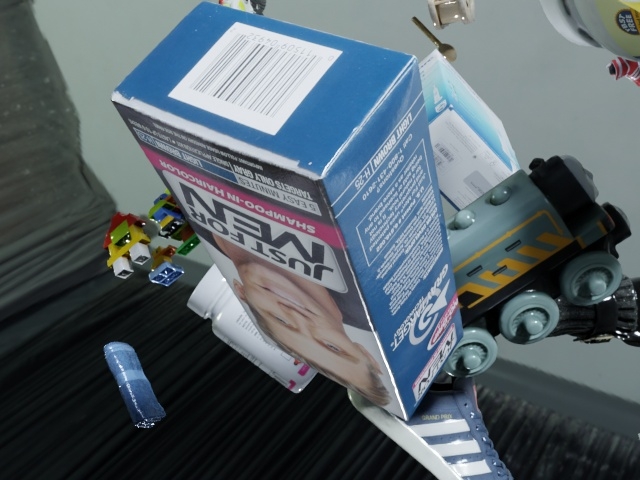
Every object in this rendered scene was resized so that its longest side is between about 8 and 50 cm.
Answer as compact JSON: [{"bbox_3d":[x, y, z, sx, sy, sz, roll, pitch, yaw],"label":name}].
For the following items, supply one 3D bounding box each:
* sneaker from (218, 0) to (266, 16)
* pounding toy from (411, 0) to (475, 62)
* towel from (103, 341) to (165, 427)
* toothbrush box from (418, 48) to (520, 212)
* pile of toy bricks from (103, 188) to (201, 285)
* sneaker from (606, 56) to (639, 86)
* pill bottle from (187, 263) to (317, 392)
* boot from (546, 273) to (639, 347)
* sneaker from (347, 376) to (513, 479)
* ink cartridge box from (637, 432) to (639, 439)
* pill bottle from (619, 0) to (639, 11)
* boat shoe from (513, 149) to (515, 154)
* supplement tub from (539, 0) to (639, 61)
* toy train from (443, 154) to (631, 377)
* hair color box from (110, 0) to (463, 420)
[{"bbox_3d":[-0.175,-0.430,1.373,0.118,0.107,0.278,-21,62,33],"label":"sneaker"},{"bbox_3d":[0.258,-0.542,1.610,0.155,0.154,0.269,-5,89,23],"label":"pounding toy"},{"bbox_3d":[-0.253,0.194,0.978,0.119,0.029,0.067,62,-179,16],"label":"towel"},{"bbox_3d":[0.249,-0.199,1.344,0.126,0.295,0.216,-38,114,25],"label":"toothbrush box"},{"bbox_3d":[-0.165,-0.041,0.892,0.212,0.118,0.105,-37,56,20],"label":"pile of toy bricks"},{"bbox_3d":[0.624,-0.342,1.471,0.067,0.042,0.118,-28,144,16],"label":"sneaker"},{"bbox_3d":[-0.113,0.159,1.436,0.283,0.160,0.160,36,136,0],"label":"pill bottle"},{"bbox_3d":[0.484,0.098,1.140,0.260,0.131,0.348,12,159,-11],"label":"boot"},{"bbox_3d":[0.212,0.282,1.070,0.350,0.148,0.131,40,-179,4],"label":"sneaker"},{"bbox_3d":[0.359,0.188,0.543,0.176,0.127,0.128,-33,89,19],"label":"ink cartridge box"},{"bbox_3d":[0.254,-0.191,0.475,0.103,0.184,0.103,-19,66,53],"label":"pill bottle"},{"bbox_3d":[0.448,-0.205,1.820,0.091,0.302,0.114,1,97,5],"label":"boat shoe"},{"bbox_3d":[0.393,-0.289,0.689,0.325,0.236,0.235,25,136,59],"label":"supplement tub"},{"bbox_3d":[0.214,0.035,0.897,0.334,0.142,0.190,-35,120,14],"label":"toy train"},{"bbox_3d":[0.000,0.000,0.562,0.174,0.105,0.347,24,156,30],"label":"hair color box"}]
